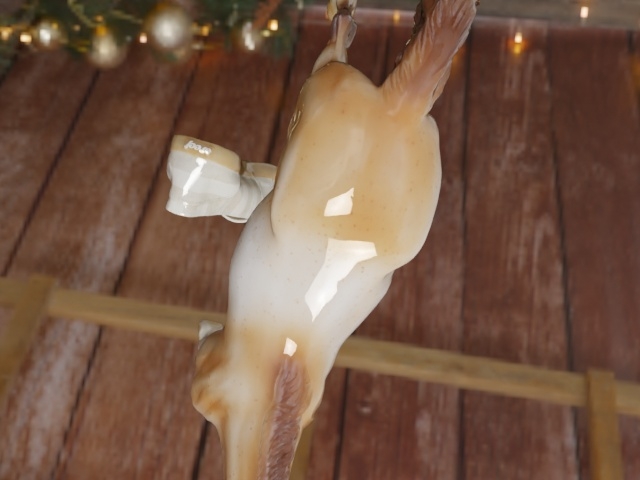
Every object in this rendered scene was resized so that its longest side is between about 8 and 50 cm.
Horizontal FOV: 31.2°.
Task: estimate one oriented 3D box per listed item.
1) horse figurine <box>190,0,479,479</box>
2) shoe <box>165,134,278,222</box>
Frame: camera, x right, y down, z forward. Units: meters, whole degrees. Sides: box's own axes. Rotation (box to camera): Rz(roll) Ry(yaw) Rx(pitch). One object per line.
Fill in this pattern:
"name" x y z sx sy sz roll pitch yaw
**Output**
"horse figurine" 0.000 0.000 0.451 0.174 0.066 0.263 -97 -149 -67
"shoe" -0.083 -0.044 0.939 0.219 0.076 0.058 13 89 -80
